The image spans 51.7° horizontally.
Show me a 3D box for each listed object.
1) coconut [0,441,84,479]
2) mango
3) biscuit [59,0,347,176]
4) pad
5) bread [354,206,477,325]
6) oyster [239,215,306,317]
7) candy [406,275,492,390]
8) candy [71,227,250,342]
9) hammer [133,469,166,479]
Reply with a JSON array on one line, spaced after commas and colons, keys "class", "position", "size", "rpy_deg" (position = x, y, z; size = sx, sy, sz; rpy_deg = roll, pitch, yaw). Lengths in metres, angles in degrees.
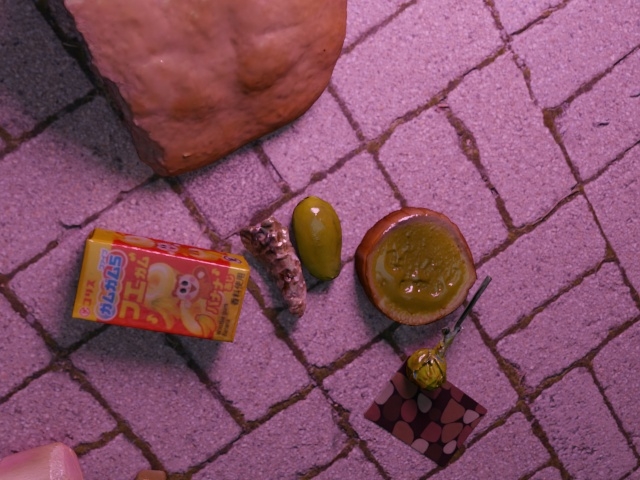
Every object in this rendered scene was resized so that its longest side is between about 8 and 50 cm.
[{"class": "coconut", "position": [-0.494, 0.430, 1.131], "size": [0.152, 0.147, 0.147], "rpy_deg": [-18, 106, -12]}, {"class": "mango", "position": [0.000, 0.000, 1.194], "size": [0.091, 0.074, 0.165], "rpy_deg": [-22, 107, -11]}, {"class": "biscuit", "position": [-0.153, -0.312, 1.001], "size": [0.445, 0.104, 0.430], "rpy_deg": [-22, 132, -14]}, {"class": "pad", "position": [0.221, 0.356, 1.366], "size": [0.235, 0.003, 0.158], "rpy_deg": [37, 91, -19]}, {"class": "bread", "position": [0.183, 0.050, 1.255], "size": [0.235, 0.070, 0.236], "rpy_deg": [-3, 101, -14]}, {"class": "oyster", "position": [-0.069, 0.045, 1.182], "size": [0.106, 0.061, 0.200], "rpy_deg": [-40, 107, 20]}, {"class": "candy", "position": [0.255, 0.178, 1.279], "size": [0.077, 0.073, 0.262], "rpy_deg": [28, 103, -14]}, {"class": "candy", "position": [-0.270, 0.078, 1.137], "size": [0.275, 0.088, 0.146], "rpy_deg": [13, 100, -16]}, {"class": "hammer", "position": [-0.350, 0.540, 1.242], "size": [0.158, 0.041, 0.227], "rpy_deg": [13, 99, -18]}]
